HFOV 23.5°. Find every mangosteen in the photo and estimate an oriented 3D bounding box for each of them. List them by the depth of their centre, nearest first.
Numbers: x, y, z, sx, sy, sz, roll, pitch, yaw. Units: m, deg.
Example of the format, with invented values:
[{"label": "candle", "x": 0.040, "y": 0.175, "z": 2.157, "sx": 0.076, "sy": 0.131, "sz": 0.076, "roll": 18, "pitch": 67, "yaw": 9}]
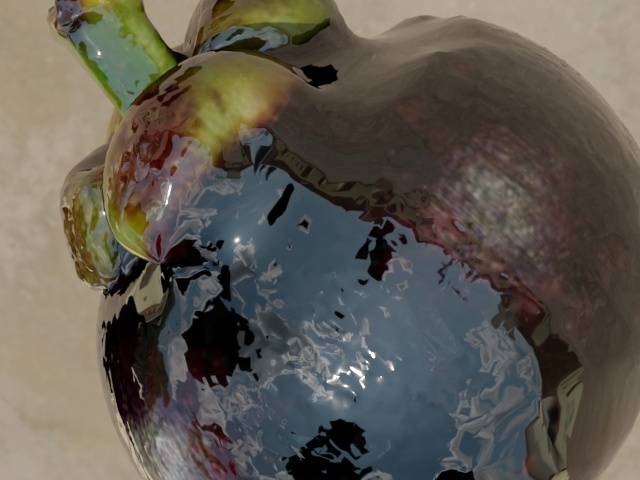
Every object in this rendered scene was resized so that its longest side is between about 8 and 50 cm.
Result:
[{"label": "mangosteen", "x": 0.000, "y": 0.000, "z": 0.664, "sx": 0.302, "sy": 0.275, "sz": 0.275, "roll": 43, "pitch": 148, "yaw": -11}]
